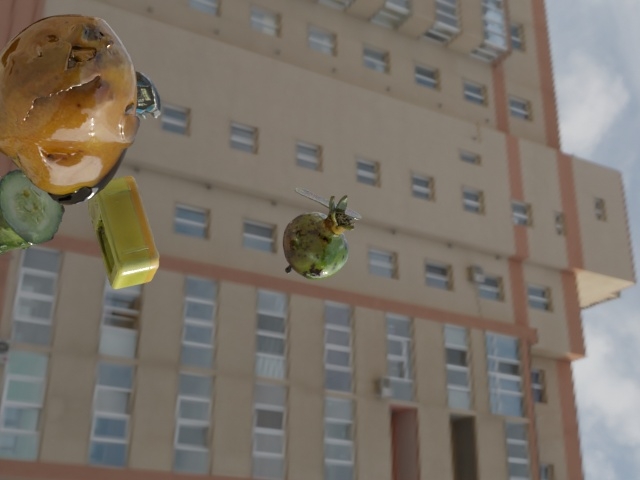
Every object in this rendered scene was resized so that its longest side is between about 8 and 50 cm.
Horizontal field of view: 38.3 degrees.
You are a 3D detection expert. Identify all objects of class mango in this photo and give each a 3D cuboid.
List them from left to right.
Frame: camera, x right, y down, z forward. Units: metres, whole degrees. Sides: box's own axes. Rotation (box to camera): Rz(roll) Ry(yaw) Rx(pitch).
[{"bbox_3d":[-0.331,-0.169,1.167,0.287,0.201,0.153,-43,-128,48],"label":"mango"}]

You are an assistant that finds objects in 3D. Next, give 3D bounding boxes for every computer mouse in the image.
[{"bbox_3d":[-0.387,-0.318,1.991,0.135,0.079,0.047,73,15,-48],"label":"computer mouse"}]

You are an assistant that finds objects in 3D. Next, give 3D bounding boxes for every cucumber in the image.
[{"bbox_3d":[-0.558,-0.030,1.563,0.244,0.134,0.134,-17,-120,31],"label":"cucumber"}]

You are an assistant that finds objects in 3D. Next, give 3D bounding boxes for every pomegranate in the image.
[{"bbox_3d":[-0.003,-0.003,2.040,0.220,0.156,0.156,118,-28,-55],"label":"pomegranate"}]

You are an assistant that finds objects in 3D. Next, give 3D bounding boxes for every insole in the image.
[{"bbox_3d":[0.020,-0.098,2.444,0.006,0.193,0.065,-68,170,20],"label":"insole"}]

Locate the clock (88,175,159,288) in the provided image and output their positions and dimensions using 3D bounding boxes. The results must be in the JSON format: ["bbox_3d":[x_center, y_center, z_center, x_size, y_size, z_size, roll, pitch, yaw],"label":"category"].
[{"bbox_3d":[-0.398,-0.016,1.865,0.202,0.096,0.143,70,-22,13],"label":"clock"}]
